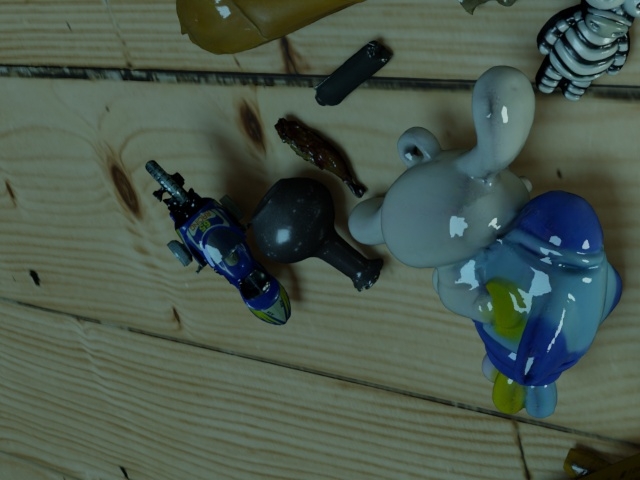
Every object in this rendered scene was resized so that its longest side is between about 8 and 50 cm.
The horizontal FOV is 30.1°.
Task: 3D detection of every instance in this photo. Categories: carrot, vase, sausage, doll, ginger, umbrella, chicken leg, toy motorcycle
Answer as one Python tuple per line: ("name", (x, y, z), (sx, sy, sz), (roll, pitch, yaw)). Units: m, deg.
("carrot", (0.392, 0.316, 1.517), (0.170, 0.042, 0.042), (24, 136, 23))
("vase", (0.000, 0.000, 1.558), (0.183, 0.120, 0.120), (38, 143, -11))
("sausage", (-0.047, -0.298, 1.336), (0.354, 0.116, 0.134), (-9, 130, 49))
("doll", (0.209, 0.020, 1.342), (0.366, 0.187, 0.376), (54, 169, 4))
("doll", (0.273, -0.217, 1.146), (0.091, 0.067, 0.219), (17, 139, -7))
("ginger", (0.157, -0.260, 1.246), (0.097, 0.030, 0.048), (31, 137, 22))
("umbrella", (0.037, -0.195, 1.412), (0.036, 0.031, 0.133), (53, 142, -4))
("chicken leg", (-0.002, -0.106, 1.520), (0.145, 0.037, 0.062), (37, 162, 14))
("toy motorcycle", (-0.134, 0.011, 1.629), (0.169, 0.113, 0.315), (44, 174, 41))

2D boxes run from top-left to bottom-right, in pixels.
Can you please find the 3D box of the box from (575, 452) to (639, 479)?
("box", (0.388, 0.425, 1.510), (0.264, 0.116, 0.415), (38, 146, -3))
